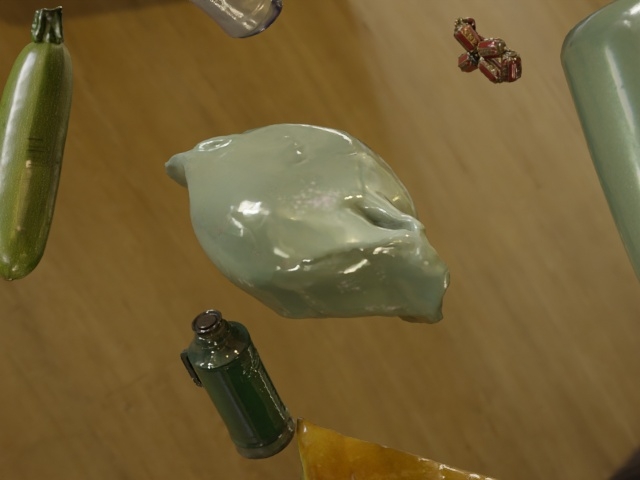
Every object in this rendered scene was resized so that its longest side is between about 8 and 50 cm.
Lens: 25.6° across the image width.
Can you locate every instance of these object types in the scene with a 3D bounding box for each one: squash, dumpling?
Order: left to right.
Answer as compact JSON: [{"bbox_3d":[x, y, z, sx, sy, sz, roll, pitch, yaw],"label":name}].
[{"bbox_3d":[-0.260,-0.084,1.259,0.066,0.066,0.252,21,69,-40],"label":"squash"},{"bbox_3d":[0.003,-0.019,1.567,0.270,0.212,0.320,14,34,-39],"label":"dumpling"}]

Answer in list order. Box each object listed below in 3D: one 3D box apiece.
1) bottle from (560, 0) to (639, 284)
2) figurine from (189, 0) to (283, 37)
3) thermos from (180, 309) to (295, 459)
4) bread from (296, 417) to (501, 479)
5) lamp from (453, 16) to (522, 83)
[{"bbox_3d":[0.280,0.002,0.905,0.168,0.168,0.347,-10,81,-53],"label":"bottle"},{"bbox_3d":[-0.134,-0.278,1.129,0.274,0.133,0.193,32,34,-64],"label":"figurine"},{"bbox_3d":[-0.092,0.147,1.521,0.083,0.073,0.187,39,-22,48],"label":"thermos"},{"bbox_3d":[0.164,0.335,1.487,0.362,0.233,0.245,-4,33,-6],"label":"bread"},{"bbox_3d":[0.175,-0.194,1.465,0.031,0.083,0.063,-36,136,-26],"label":"lamp"}]
